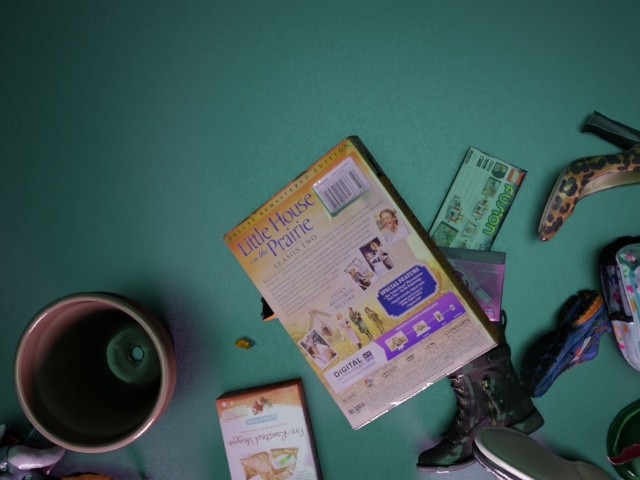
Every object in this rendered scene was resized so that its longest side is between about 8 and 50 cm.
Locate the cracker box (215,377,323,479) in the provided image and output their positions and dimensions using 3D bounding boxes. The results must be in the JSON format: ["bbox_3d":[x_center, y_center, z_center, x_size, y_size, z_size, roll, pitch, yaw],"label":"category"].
[{"bbox_3d":[-0.089,0.382,1.354,0.156,0.067,0.232,-13,89,6],"label":"cracker box"}]

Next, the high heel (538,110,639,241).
[{"bbox_3d":[0.503,-0.081,1.285,0.186,0.093,0.261,29,83,12],"label":"high heel"}]

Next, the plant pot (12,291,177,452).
[{"bbox_3d":[-0.362,0.214,1.302,0.263,0.229,0.262,0,89,5],"label":"plant pot"}]

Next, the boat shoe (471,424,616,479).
[{"bbox_3d":[0.370,0.415,1.249,0.340,0.127,0.113,24,114,-27],"label":"boat shoe"}]

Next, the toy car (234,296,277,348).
[{"bbox_3d":[-0.111,0.149,1.385,0.041,0.060,0.122,30,115,-37],"label":"toy car"}]

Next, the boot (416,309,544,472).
[{"bbox_3d":[0.249,0.265,1.318,0.263,0.091,0.228,-25,86,-6],"label":"boot"}]

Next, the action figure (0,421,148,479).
[{"bbox_3d":[-0.488,0.418,1.344,0.330,0.178,0.341,28,94,-4],"label":"action figure"}]

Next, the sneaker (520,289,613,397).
[{"bbox_3d":[0.433,0.190,1.283,0.087,0.083,0.221,46,79,-12],"label":"sneaker"}]

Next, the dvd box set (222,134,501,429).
[{"bbox_3d":[0.061,0.076,1.281,0.308,0.062,0.420,-38,85,22],"label":"dvd box set"}]

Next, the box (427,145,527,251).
[{"bbox_3d":[0.275,-0.053,1.339,0.114,0.036,0.206,26,92,5],"label":"box"}]

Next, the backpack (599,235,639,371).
[{"bbox_3d":[0.606,0.113,1.236,0.225,0.191,0.253,-11,94,1],"label":"backpack"}]

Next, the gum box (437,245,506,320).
[{"bbox_3d":[0.224,0.071,1.303,0.189,0.062,0.107,6,111,14],"label":"gum box"}]

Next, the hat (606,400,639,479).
[{"bbox_3d":[0.582,0.366,1.229,0.209,0.183,0.172,-26,87,5],"label":"hat"}]
